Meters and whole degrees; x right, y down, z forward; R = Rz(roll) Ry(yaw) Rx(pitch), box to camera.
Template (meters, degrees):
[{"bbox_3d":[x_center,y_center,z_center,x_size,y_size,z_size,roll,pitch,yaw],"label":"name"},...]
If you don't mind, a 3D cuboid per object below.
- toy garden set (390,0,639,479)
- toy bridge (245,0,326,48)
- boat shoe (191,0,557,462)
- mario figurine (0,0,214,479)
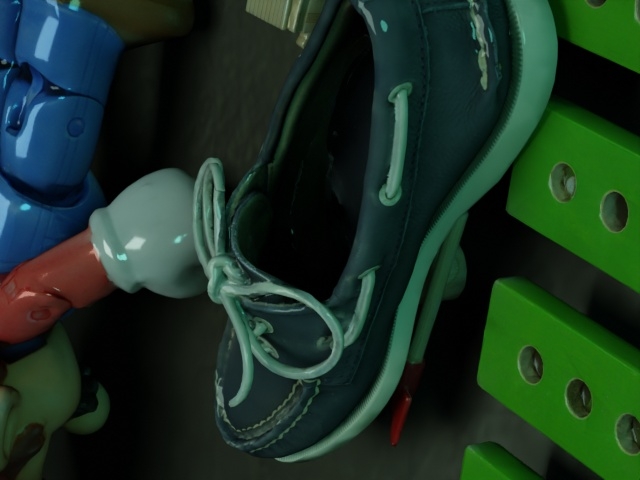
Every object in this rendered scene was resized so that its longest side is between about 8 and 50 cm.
[{"bbox_3d":[0.086,0.002,0.627,0.204,0.049,0.244,36,125,50],"label":"toy garden set"},{"bbox_3d":[0.012,-0.170,0.728,0.063,0.026,0.188,32,118,45],"label":"toy bridge"},{"bbox_3d":[0.000,0.000,0.641,0.095,0.079,0.254,63,144,27],"label":"boat shoe"},{"bbox_3d":[-0.138,0.016,0.896,0.198,0.170,0.321,-102,27,-81],"label":"mario figurine"}]
